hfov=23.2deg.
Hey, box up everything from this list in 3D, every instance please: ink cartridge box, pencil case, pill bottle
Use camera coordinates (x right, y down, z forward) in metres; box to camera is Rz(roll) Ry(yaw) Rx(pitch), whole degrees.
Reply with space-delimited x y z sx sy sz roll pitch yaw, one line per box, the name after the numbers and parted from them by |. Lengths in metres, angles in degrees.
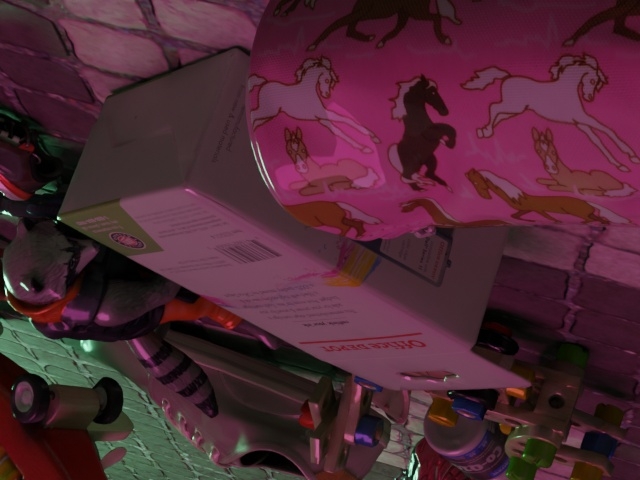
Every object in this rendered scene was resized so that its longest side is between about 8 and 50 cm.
0.000 0.000 1.237 0.353 0.119 0.207 31 158 -30 | ink cartridge box
0.144 -0.078 0.819 0.386 0.160 0.167 1 163 41 | pencil case
0.180 0.230 1.791 0.078 0.078 0.137 6 158 34 | pill bottle

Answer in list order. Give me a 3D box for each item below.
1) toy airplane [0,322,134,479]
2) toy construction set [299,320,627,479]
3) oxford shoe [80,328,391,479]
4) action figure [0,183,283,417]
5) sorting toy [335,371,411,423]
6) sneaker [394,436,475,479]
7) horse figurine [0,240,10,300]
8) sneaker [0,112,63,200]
-0.444 0.241 2.021 0.386 0.272 0.384 18 -171 -4 | toy airplane
0.131 0.154 1.539 0.327 0.151 0.215 1 158 16 | toy construction set
-0.126 0.200 1.890 0.449 0.130 0.169 18 168 30 | oxford shoe
-0.158 0.056 1.478 0.341 0.179 0.330 6 168 38 | action figure
0.057 0.171 1.804 0.075 0.045 0.083 13 162 38 | sorting toy
0.147 0.331 2.071 0.112 0.121 0.299 44 165 27 | sneaker
-0.418 0.049 1.870 0.263 0.066 0.174 -4 157 44 | horse figurine
-0.283 -0.095 1.369 0.065 0.061 0.158 -21 147 20 | sneaker
